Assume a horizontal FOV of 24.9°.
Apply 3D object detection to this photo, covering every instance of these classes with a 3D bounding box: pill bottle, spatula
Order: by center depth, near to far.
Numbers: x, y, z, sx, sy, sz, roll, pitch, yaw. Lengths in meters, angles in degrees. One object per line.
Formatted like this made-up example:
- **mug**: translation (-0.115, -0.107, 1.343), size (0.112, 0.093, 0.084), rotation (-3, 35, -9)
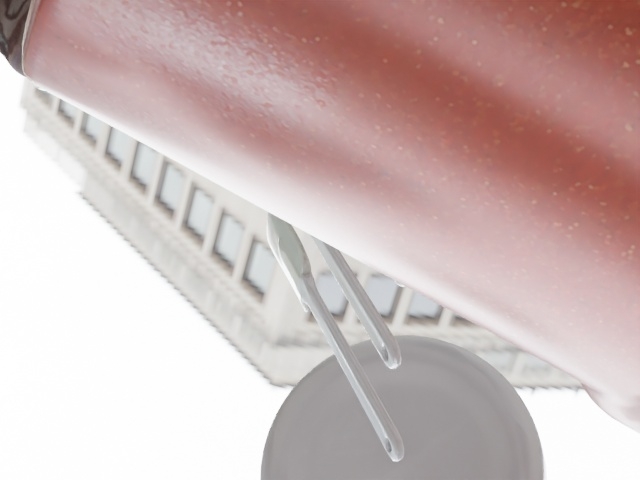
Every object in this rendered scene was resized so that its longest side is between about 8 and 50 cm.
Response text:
- **spatula**: translation (0.000, 0.000, 0.844), size (0.019, 0.168, 0.242), rotation (-10, -143, -16)
- **pill bottle**: translation (0.084, 0.226, 1.190), size (0.210, 0.210, 0.363), rotation (25, 165, 19)

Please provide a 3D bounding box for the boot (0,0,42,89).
- **boot**: translation (-0.254, -0.258, 1.277), size (0.206, 0.249, 0.090), rotation (30, -146, 26)

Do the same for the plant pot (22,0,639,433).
- **plant pot**: translation (0.074, -0.087, 0.416), size (0.265, 0.272, 0.272), rotation (24, -157, -10)
